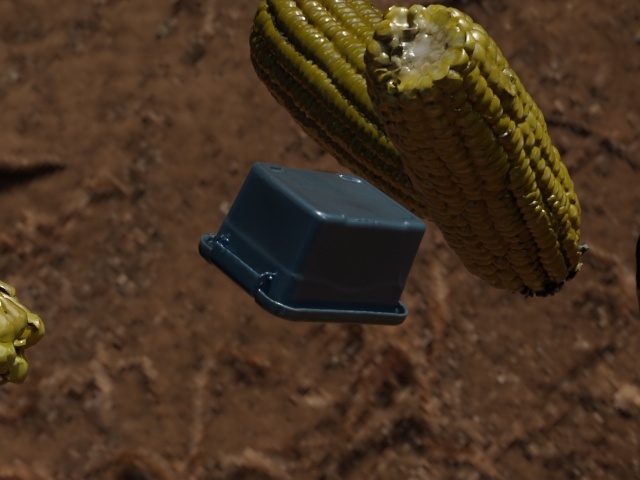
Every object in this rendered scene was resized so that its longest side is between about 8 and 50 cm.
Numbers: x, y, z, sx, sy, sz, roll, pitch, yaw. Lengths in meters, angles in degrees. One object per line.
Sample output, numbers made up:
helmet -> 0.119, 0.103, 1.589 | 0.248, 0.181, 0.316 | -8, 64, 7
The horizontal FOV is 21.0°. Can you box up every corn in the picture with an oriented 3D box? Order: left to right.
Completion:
corn -> 0.047, -0.127, 1.508 | 0.131, 0.131, 0.344 | -45, 41, 0
corn -> 0.112, -0.058, 1.210 | 0.115, 0.318, 0.115 | -10, 58, 17

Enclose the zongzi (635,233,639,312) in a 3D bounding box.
zongzi -> 0.330, -0.121, 1.043 | 0.403, 0.432, 0.208 | -47, 60, -4

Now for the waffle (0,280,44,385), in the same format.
waffle -> -0.393, 0.006, 1.248 | 0.379, 0.382, 0.095 | 20, 85, 43

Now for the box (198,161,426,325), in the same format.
box -> 0.000, 0.000, 0.828 | 0.074, 0.099, 0.054 | 35, 110, 39
